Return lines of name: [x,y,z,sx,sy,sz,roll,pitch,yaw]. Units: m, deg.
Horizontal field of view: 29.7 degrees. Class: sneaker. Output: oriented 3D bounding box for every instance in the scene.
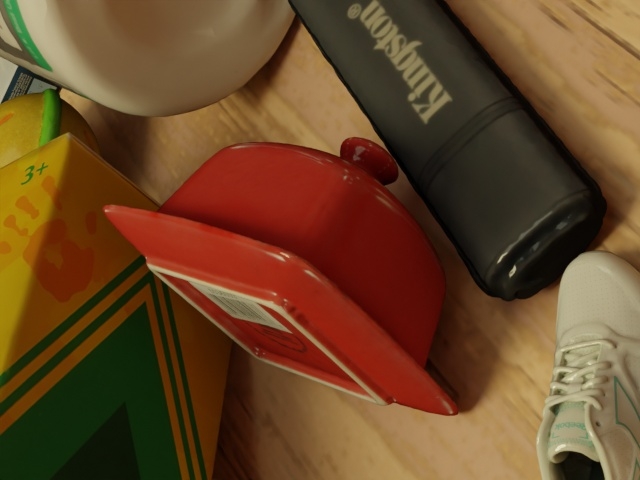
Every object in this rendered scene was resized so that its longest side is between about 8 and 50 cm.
sneaker: [0.123,0.073,0.528,0.053,0.061,0.152,-19,63,40]

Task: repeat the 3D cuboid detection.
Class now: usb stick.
usb stick: [0.056,-0.083,0.652,0.077,0.045,0.278,-48,49,22]

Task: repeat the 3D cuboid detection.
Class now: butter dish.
butter dish: [0.000,0.000,0.622,0.160,0.160,0.118,14,68,45]

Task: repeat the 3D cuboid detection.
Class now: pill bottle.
pill bottle: [-0.190,-0.223,0.818,0.361,0.204,0.204,27,95,44]

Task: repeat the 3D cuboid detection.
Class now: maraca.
maraca: [-0.210,-0.035,0.856,0.185,0.099,0.127,143,139,-60]

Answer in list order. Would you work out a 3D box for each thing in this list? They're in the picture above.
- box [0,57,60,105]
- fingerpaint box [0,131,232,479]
box: [-0.310,-0.117,1.008,0.233,0.044,0.159,34,100,44]
fingerpaint box: [-0.283,0.190,0.701,0.444,0.163,0.371,-22,44,31]
